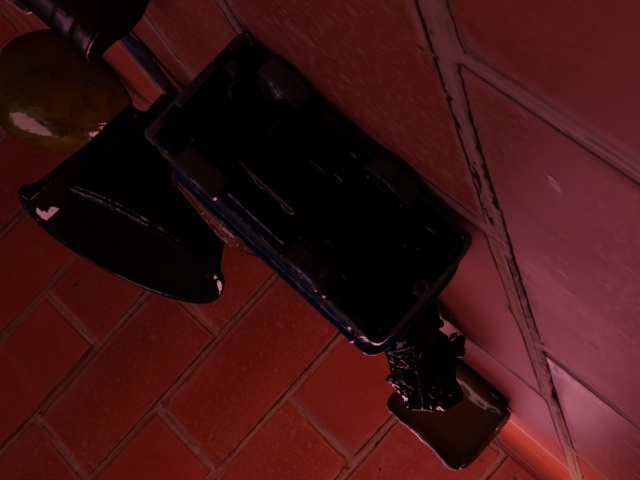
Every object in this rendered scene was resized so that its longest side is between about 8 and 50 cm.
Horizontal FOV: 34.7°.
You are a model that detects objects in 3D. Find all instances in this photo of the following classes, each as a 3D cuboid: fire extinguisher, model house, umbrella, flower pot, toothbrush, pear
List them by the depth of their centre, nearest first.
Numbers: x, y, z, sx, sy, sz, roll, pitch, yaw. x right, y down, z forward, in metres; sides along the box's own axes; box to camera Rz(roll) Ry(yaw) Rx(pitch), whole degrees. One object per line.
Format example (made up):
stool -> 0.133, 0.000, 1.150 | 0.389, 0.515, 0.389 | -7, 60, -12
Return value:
fire extinguisher -> -0.360, -0.357, 1.202 | 0.337, 0.114, 0.135 | 43, 154, 0
umbrella -> 0.149, 0.141, 1.572 | 0.128, 0.154, 0.337 | -1, 135, 20
toothbrush -> -0.233, -0.232, 1.736 | 0.035, 0.042, 0.413 | 38, 171, 40
flower pot -> -0.280, -0.081, 1.737 | 0.379, 0.251, 0.379 | 22, 156, 10
model house -> 0.266, 0.331, 2.020 | 0.193, 0.175, 0.234 | 40, -176, 20
pear -> -0.597, -0.331, 2.401 | 0.375, 0.287, 0.287 | 28, 174, 0

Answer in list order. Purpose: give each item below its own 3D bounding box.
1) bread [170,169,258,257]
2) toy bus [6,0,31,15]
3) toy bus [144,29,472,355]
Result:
bread -> -0.101, -0.068, 1.475 | 0.240, 0.139, 0.240 | 36, 167, 10
toy bus -> -0.631, -0.533, 1.919 | 0.342, 0.097, 0.138 | 36, 178, 42
toy bus -> -0.010, -0.039, 1.034 | 0.312, 0.152, 0.190 | 42, 174, 9
